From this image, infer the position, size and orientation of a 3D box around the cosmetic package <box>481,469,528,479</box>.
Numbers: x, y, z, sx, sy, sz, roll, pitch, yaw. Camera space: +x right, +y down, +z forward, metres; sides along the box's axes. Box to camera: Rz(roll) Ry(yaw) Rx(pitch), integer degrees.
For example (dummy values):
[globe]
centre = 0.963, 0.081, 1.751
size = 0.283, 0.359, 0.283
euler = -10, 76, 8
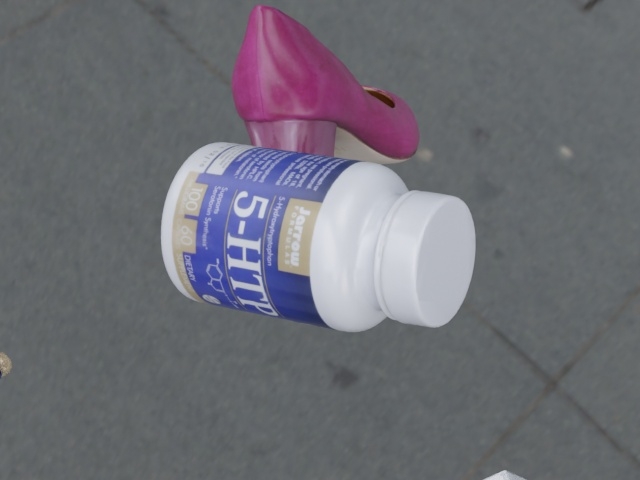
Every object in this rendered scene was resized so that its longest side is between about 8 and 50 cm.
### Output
[cosmetic package]
centre = 0.197, 0.451, 1.626
size = 0.155, 0.197, 0.366
euler = 30, 36, -58

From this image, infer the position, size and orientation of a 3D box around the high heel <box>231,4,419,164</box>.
[high heel]
centre = 0.018, -0.156, 1.510
size = 0.127, 0.181, 0.377
euler = -1, 14, 14

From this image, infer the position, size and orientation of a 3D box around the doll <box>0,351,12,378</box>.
[doll]
centre = -0.410, 0.136, 1.752
size = 0.046, 0.189, 0.129
euler = -37, 88, 6

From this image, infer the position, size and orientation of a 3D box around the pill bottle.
[pill bottle]
centre = 0.000, 0.000, 1.015
size = 0.186, 0.112, 0.112
euler = 9, 42, 31
